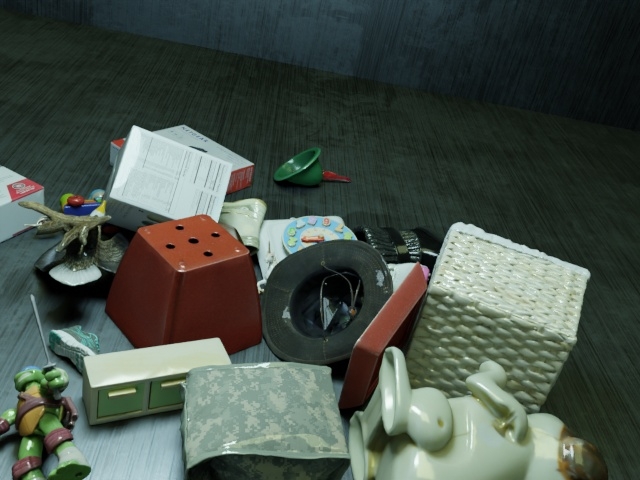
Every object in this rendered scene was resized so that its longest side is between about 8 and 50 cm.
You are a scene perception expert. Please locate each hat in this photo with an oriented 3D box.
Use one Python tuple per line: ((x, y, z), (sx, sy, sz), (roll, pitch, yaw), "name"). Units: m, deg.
((0.029, 0.155, 1.619), (0.331, 0.331, 0.134), (36, -4, 33), "hat")
((-0.023, -0.192, 2.317), (0.209, 0.183, 0.173), (-29, 24, 10), "hat")

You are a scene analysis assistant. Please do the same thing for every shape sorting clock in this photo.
((0.000, 0.000, 1.839), (0.206, 0.040, 0.206), (7, 43, -7), "shape sorting clock")

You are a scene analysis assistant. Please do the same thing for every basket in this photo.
((0.372, 0.194, 1.541), (0.331, 0.328, 0.266), (22, 34, 13), "basket")

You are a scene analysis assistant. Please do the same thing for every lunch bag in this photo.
((-0.114, 0.346, 1.254), (0.287, 0.168, 0.235), (9, 31, -16), "lunch bag")

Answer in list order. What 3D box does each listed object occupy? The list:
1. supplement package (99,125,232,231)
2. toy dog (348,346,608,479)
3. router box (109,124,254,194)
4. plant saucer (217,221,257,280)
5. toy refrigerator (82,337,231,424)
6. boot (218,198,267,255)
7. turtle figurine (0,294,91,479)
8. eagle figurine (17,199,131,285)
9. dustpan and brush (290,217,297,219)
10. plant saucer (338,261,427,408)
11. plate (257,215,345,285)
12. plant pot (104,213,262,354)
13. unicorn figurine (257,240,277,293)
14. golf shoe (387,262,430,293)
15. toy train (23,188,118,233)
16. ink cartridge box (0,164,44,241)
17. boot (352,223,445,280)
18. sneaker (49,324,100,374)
((-0.394, -0.123, 1.756), (0.263, 0.199, 0.198), (20, 68, -21), "supplement package")
((0.294, 0.393, 1.232), (0.408, 0.284, 0.395), (9, 31, -12), "toy dog")
((-0.433, -0.238, 2.174), (0.335, 0.082, 0.301), (30, 35, 27), "router box")
((-0.197, 0.041, 1.700), (0.036, 0.198, 0.198), (-21, 36, -1), "plant saucer")
((-0.317, 0.274, 1.357), (0.270, 0.102, 0.094), (-4, 35, -27), "toy refrigerator")
((-0.252, -0.021, 1.879), (0.213, 0.077, 0.165), (-10, 53, 21), "boot")
((-0.501, 0.293, 1.141), (0.198, 0.274, 0.266), (-21, 51, -21), "turtle figurine")
((-0.537, 0.014, 1.602), (0.225, 0.298, 0.226), (-38, 78, -23), "eagle figurine")
((-0.009, 0.004, 1.960), (0.211, 0.060, 0.147), (31, 35, 27), "dustpan and brush")
((0.135, 0.208, 1.432), (0.048, 0.259, 0.258), (29, 52, 17), "plant saucer")
((-0.032, 0.026, 1.867), (0.277, 0.045, 0.278), (-3, 45, -18), "plate")
((-0.290, 0.097, 1.529), (0.267, 0.235, 0.267), (-16, 42, -39), "plant pot")
((-0.109, 0.100, 1.724), (0.162, 0.060, 0.111), (42, 54, -14), "unicorn figurine")
((0.149, 0.103, 1.664), (0.140, 0.306, 0.115), (27, 70, -13), "golf shoe")
((-0.656, -0.082, 1.823), (0.248, 0.105, 0.143), (-6, 26, -30), "toy train")
((-0.872, -0.109, 1.759), (0.273, 0.114, 0.197), (26, 34, 18), "ink cartridge box")
((0.260, 0.061, 1.897), (0.260, 0.131, 0.348), (1, 21, -32), "boot")
((-0.477, 0.221, 1.424), (0.166, 0.065, 0.076), (31, 31, 24), "sneaker")
